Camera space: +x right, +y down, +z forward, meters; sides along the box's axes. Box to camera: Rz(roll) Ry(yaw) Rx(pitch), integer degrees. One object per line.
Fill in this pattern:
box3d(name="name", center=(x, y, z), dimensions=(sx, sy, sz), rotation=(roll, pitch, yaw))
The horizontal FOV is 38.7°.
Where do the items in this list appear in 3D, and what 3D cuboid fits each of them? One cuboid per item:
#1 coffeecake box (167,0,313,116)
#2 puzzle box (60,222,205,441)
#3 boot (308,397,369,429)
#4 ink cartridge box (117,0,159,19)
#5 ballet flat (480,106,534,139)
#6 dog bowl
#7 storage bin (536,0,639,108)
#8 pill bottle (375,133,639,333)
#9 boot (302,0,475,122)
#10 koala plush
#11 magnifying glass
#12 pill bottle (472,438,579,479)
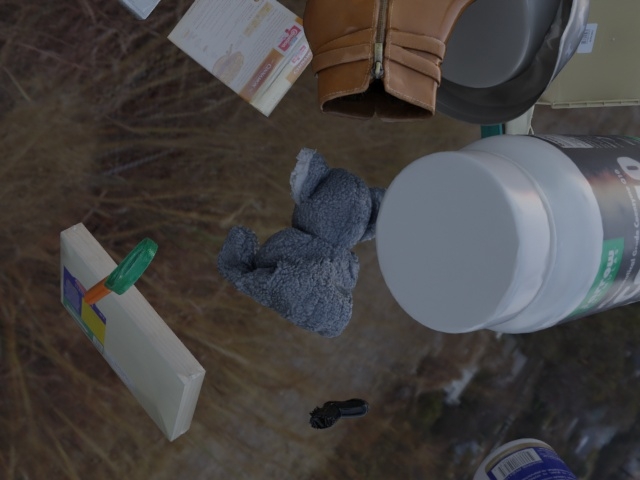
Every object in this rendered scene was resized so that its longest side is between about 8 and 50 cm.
box3d(name="coffeecake box", center=(-0.112, -0.299, 1.361), dimensions=(0.142, 0.185, 0.068), rotation=(-51, 159, 4))
box3d(name="puzzle box", center=(-0.388, 0.185, 1.827), dimensions=(0.052, 0.409, 0.272), rotation=(-32, 159, -31))
box3d(name="boot", center=(0.040, 0.392, 2.055), dimensions=(0.099, 0.121, 0.045), rotation=(-23, 108, -66))
box3d(name="ink cartridge box", center=(-0.279, -0.459, 1.418), dimensions=(0.145, 0.045, 0.179), rotation=(41, 81, -30))
box3d(name="ballet flat", center=(0.278, -0.092, 1.342), dimensions=(0.086, 0.086, 0.248), rotation=(2, 93, -48))
box3d(name="dog bowl", center=(0.201, -0.331, 1.212), dimensions=(0.102, 0.349, 0.348), rotation=(-36, 139, -29))
box3d(name="storage bin", center=(0.505, -0.386, 1.665), dimensions=(0.260, 0.123, 0.262), rotation=(-4, 123, -15))
box3d(name="pill bottle", center=(0.238, -0.012, 0.972), dimensions=(0.361, 0.204, 0.204), rotation=(-8, 123, -45))
box3d(name="boot", center=(0.122, -0.242, 1.019), dimensions=(0.284, 0.220, 0.109), rotation=(0, 154, -2))
box3d(name="koala plush", center=(0.000, 0.000, 1.239), dimensions=(0.196, 0.203, 0.221), rotation=(29, 91, -22))
box3d(name="magnifying glass", center=(-0.311, 0.057, 1.390), dimensions=(0.026, 0.231, 0.092), rotation=(37, 56, -16))
box3d(name="pill bottle", center=(0.250, 0.311, 0.977), dimensions=(0.112, 0.186, 0.112), rotation=(-8, 118, -15))
